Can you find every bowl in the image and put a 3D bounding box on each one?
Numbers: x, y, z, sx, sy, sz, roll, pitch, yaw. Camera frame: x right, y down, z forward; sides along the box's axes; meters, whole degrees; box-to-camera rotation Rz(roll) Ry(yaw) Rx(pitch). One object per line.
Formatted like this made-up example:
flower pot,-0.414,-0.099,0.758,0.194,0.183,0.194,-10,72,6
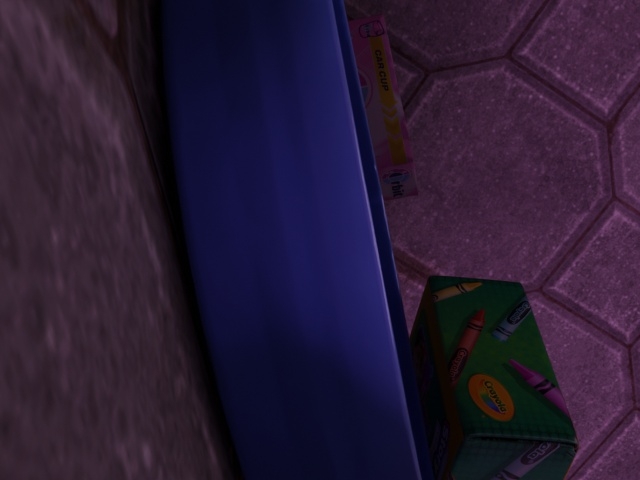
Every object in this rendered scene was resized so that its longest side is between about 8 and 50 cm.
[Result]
bowl,0.000,0.000,0.511,0.391,0.077,0.391,-11,90,-84

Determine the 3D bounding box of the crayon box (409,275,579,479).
crayon box,0.102,0.187,0.707,0.165,0.081,0.279,-94,-167,-53

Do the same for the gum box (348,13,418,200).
gum box,0.024,-0.127,0.868,0.062,0.107,0.188,70,11,-61
